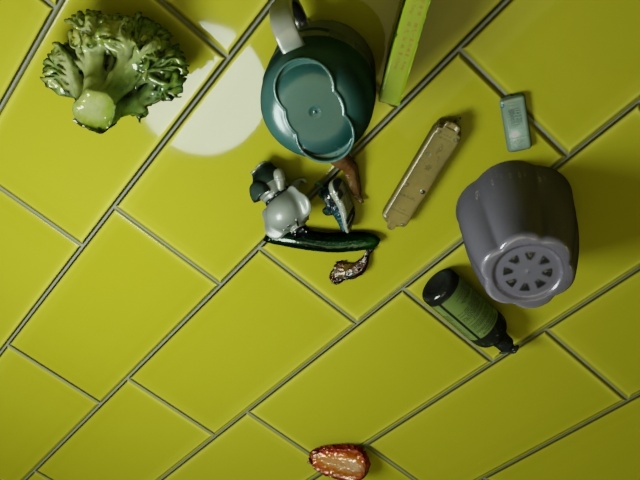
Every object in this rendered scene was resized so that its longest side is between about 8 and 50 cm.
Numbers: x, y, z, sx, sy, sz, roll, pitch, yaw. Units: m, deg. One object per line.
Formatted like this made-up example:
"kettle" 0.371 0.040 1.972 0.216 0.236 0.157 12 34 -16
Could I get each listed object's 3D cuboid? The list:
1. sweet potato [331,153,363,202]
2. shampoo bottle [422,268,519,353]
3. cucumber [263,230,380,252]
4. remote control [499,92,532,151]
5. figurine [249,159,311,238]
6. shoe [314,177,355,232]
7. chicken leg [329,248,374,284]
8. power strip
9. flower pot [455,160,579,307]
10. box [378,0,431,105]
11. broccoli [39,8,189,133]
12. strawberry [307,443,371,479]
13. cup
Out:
"sweet potato" 0.053 -0.159 1.378 0.050 0.050 0.214 -16 141 19
"shampoo bottle" 0.375 0.188 1.532 0.284 0.101 0.101 40 120 -16
"cucumber" 0.000 0.000 1.503 0.284 0.056 0.056 2 123 8
"remote control" 0.403 -0.241 1.301 0.053 0.018 0.125 -12 120 15
"figurine" -0.084 -0.086 1.414 0.147 0.126 0.192 -38 78 39
"shoe" 0.036 -0.076 1.445 0.071 0.064 0.143 -3 130 30
"chicken leg" 0.080 0.064 1.546 0.145 0.037 0.062 -28 100 26
"power strip" 0.221 -0.146 1.379 0.064 0.044 0.305 24 124 -6
"flower pot" 0.419 0.005 1.327 0.265 0.243 0.265 5 126 7
"box" 0.170 -0.428 1.119 0.047 0.187 0.335 15 124 1
"broccoli" -0.422 -0.326 1.247 0.288 0.246 0.248 -32 118 25
"strawberry" 0.060 0.656 1.907 0.188 0.082 0.121 9 104 15
"cup" -0.015 -0.312 1.189 0.219 0.258 0.290 -18 118 14
